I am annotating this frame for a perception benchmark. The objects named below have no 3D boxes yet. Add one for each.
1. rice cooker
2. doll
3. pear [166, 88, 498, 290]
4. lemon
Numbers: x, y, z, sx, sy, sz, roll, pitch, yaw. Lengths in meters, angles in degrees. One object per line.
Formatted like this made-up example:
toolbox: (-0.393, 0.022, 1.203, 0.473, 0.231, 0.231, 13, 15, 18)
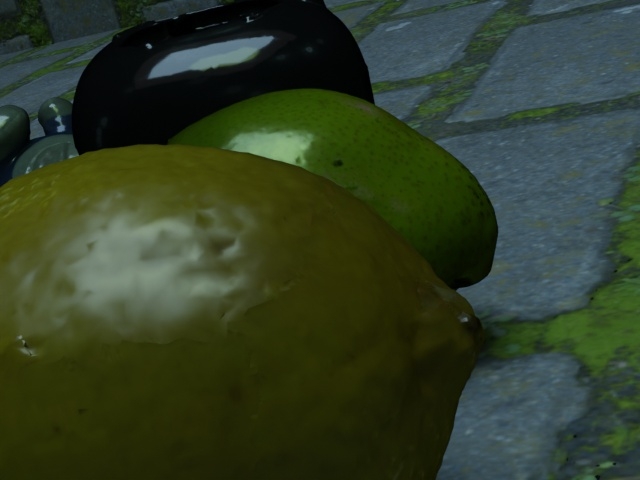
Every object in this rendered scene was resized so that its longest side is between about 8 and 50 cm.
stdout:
rice cooker: (-0.065, -0.076, 0.930, 0.267, 0.225, 0.267, -13, 18, 4)
doll: (-0.196, -0.062, 1.116, 0.258, 0.154, 0.228, -22, 52, 4)
pear: (0.000, 0.000, 0.733, 0.219, 0.188, 0.187, 10, 22, 3)
lemon: (-0.073, 0.069, 0.529, 0.263, 0.236, 0.236, 19, 26, 6)
